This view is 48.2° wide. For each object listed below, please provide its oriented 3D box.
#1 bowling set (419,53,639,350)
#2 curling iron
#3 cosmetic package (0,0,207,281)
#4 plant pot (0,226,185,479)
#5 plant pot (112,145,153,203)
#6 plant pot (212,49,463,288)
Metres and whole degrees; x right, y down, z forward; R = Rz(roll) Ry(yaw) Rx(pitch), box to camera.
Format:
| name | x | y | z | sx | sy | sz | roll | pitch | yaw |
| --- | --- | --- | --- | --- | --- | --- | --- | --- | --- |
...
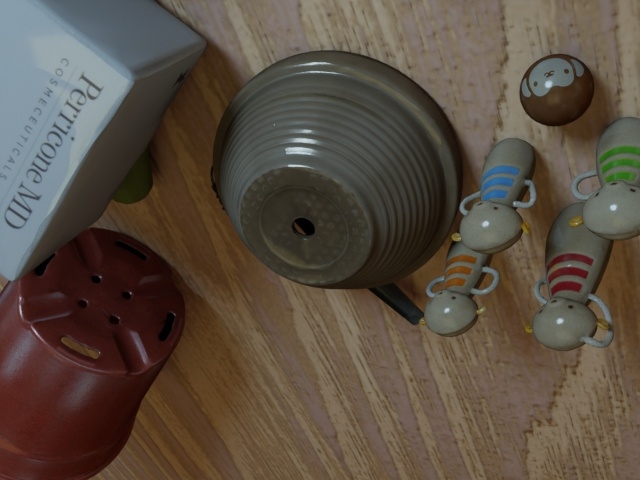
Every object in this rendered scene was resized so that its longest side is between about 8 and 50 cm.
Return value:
| name | x | y | z | sx | sy | sz | roll | pitch | yaw |
| --- | --- | --- | --- | --- | --- | --- | --- | --- | --- |
| bowling set | 0.177 | -0.022 | 0.550 | 0.286 | 0.154 | 0.200 | -12 | 124 | 36 |
| curling iron | 0.000 | 0.000 | 0.756 | 0.274 | 0.035 | 0.068 | 35 | 142 | -5 |
| cosmetic package | -0.354 | -0.205 | 0.596 | 0.453 | 0.161 | 0.230 | 37 | 116 | -5 |
| plant pot | -0.316 | 0.139 | 0.910 | 0.272 | 0.272 | 0.265 | 37 | 129 | -8 |
| plant pot | -0.214 | -0.082 | 0.770 | 0.083 | 0.083 | 0.079 | 15 | 148 | 15 |
| plant pot | 0.001 | -0.037 | 0.637 | 0.237 | 0.110 | 0.238 | 10 | 126 | 14 |
